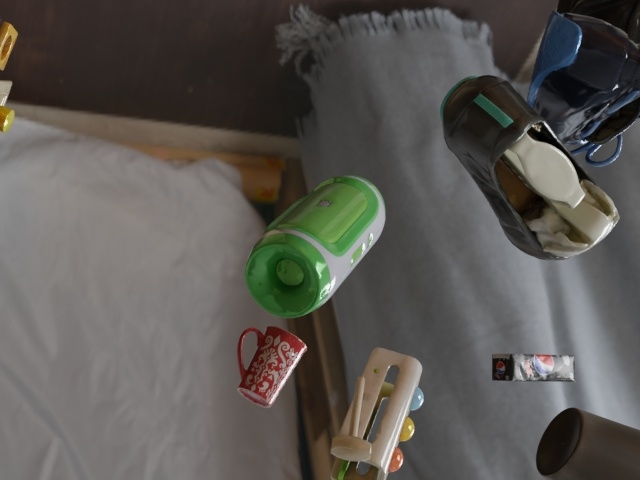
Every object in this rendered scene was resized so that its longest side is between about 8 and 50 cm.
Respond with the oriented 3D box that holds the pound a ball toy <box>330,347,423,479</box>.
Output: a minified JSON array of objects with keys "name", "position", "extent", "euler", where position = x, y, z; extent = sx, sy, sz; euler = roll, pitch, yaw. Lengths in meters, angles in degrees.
[{"name":"pound a ball toy","position":[0.122,0.359,1.947],"extent":[0.135,0.319,0.208],"euler":[17,137,10]}]

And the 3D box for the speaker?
[{"name":"speaker","position":[0.000,0.000,1.396],"extent":[0.131,0.296,0.131],"euler":[8,114,18]}]

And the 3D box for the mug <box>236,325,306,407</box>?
[{"name":"mug","position":[-0.136,0.299,2.333],"extent":[0.150,0.169,0.113],"euler":[22,156,15]}]

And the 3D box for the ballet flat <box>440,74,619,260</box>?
[{"name":"ballet flat","position":[0.197,-0.038,0.853],"extent":[0.095,0.096,0.280],"euler":[-51,135,4]}]

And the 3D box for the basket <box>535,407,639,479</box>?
[{"name":"basket","position":[0.492,0.391,1.640],"extent":[0.227,0.204,0.154],"euler":[29,170,-10]}]

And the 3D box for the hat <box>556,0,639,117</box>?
[{"name":"hat","position":[0.500,-0.362,1.611],"extent":[0.134,0.331,0.331],"euler":[-10,149,-44]}]

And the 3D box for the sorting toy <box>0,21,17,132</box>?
[{"name":"sorting toy","position":[-0.498,-0.147,1.425],"extent":[0.047,0.196,0.348],"euler":[21,98,-6]}]

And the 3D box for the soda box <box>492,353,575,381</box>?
[{"name":"soda box","position":[0.417,0.249,1.898],"extent":[0.169,0.053,0.060],"euler":[5,171,-30]}]

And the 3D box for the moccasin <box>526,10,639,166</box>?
[{"name":"moccasin","position":[0.270,-0.137,0.992],"extent":[0.116,0.138,0.342],"euler":[15,-174,10]}]
